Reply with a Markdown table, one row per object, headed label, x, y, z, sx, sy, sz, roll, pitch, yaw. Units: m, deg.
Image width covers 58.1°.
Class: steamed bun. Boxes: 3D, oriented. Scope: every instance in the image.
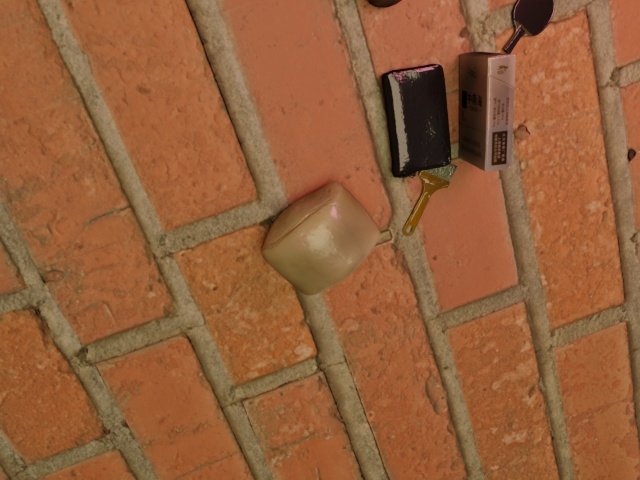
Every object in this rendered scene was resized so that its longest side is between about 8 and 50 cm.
| label | x | y | z | sx | sy | sz | roll | pitch | yaw |
| --- | --- | --- | --- | --- | --- | --- | --- | --- | --- |
| steamed bun | 0.000 | 0.000 | 1.314 | 0.250 | 0.155 | 0.200 | -42 | 112 | 3 |

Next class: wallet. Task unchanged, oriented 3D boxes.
| label | x | y | z | sx | sy | sz | roll | pitch | yaw |
| --- | --- | --- | --- | --- | --- | --- | --- | --- | --- |
| wallet | 0.222 | -0.269 | 1.317 | 0.148 | 0.044 | 0.250 | -13 | 109 | -6 |

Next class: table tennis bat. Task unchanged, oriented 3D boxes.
| label | x | y | z | sx | sy | sz | roll | pitch | yaw |
| --- | --- | --- | --- | --- | --- | --- | --- | --- | --- |
| table tennis bat | 0.466 | -0.494 | 1.301 | 0.095 | 0.014 | 0.158 | 30 | 100 | -21 |

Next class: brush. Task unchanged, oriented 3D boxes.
| label | x | y | z | sx | sy | sz | roll | pitch | yaw |
| --- | --- | --- | --- | --- | --- | --- | --- | --- | --- |
| brush | 0.252 | -0.102 | 1.404 | 0.083 | 0.011 | 0.205 | 20 | 105 | -17 |

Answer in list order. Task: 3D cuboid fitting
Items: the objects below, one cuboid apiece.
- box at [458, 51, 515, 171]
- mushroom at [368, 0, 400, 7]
| label | x | y | z | sx | sy | sz | roll | pitch | yaw |
| --- | --- | --- | --- | --- | --- | --- | --- | --- | --- |
| box | 0.365 | -0.290 | 1.281 | 0.067 | 0.155 | 0.243 | -8 | 113 | -9 |
| mushroom | 0.142 | -0.575 | 1.163 | 0.141 | 0.117 | 0.188 | -11 | 108 | -19 |
